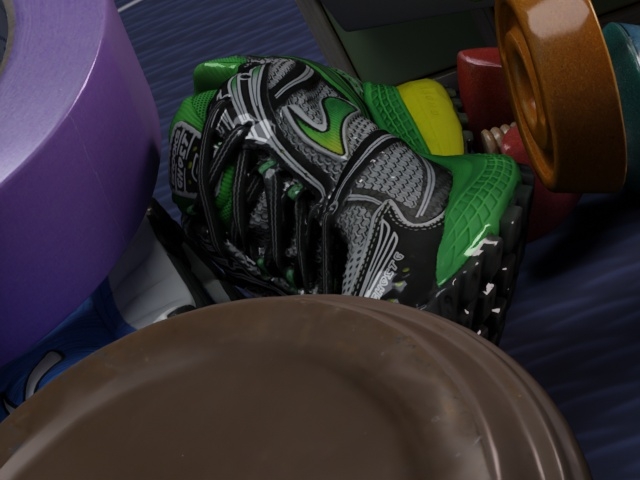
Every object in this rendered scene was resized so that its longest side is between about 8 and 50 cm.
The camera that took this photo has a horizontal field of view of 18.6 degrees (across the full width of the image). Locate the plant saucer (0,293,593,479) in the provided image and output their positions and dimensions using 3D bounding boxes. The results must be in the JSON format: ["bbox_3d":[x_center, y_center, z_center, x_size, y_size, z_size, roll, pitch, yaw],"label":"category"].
[{"bbox_3d":[-0.043,0.123,0.640,0.278,0.041,0.277,-18,44,18],"label":"plant saucer"}]

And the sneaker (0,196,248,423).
[{"bbox_3d":[-0.086,0.101,0.872,0.147,0.130,0.330,-41,19,6],"label":"sneaker"}]

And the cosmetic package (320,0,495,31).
[{"bbox_3d":[0.125,-0.225,1.043,0.296,0.129,0.153,-8,54,30],"label":"cosmetic package"}]

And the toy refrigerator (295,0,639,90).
[{"bbox_3d":[0.127,-0.169,1.179,0.270,0.102,0.094,-17,26,22],"label":"toy refrigerator"}]

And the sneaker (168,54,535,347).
[{"bbox_3d":[0.000,0.000,0.881,0.146,0.134,0.343,12,14,-12],"label":"sneaker"}]

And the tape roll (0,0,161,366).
[{"bbox_3d":[-0.218,-0.046,0.918,0.275,0.090,0.274,-10,45,10],"label":"tape roll"}]

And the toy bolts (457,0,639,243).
[{"bbox_3d":[0.153,-0.094,0.886,0.159,0.228,0.218,-15,49,-3],"label":"toy bolts"}]
